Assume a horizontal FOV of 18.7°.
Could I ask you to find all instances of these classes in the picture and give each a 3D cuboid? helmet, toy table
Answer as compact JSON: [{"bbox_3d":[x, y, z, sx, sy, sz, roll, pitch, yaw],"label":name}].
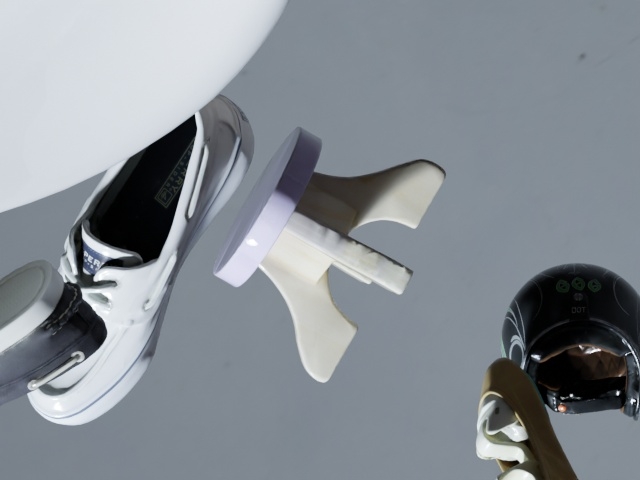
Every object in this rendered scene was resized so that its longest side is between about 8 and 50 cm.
[{"bbox_3d":[0.257,0.105,1.944,0.169,0.161,0.169,1,112,4],"label":"helmet"},{"bbox_3d":[0.000,0.000,1.988,0.161,0.274,0.252,30,100,-7],"label":"toy table"}]

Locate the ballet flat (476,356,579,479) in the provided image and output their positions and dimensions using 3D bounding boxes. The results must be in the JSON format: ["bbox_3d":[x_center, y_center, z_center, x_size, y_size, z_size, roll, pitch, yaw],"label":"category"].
[{"bbox_3d":[0.183,0.197,1.765,0.232,0.073,0.080,-117,33,-40],"label":"ballet flat"}]

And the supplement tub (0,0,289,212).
[{"bbox_3d":[-0.164,-0.195,0.647,0.241,0.241,0.331,-36,61,21],"label":"supplement tub"}]

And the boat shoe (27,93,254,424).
[{"bbox_3d":[-0.141,0.009,1.333,0.095,0.084,0.258,28,96,22],"label":"boat shoe"}]

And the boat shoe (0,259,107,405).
[{"bbox_3d":[-0.135,0.052,0.737,0.125,0.046,0.038,-33,121,20],"label":"boat shoe"}]
